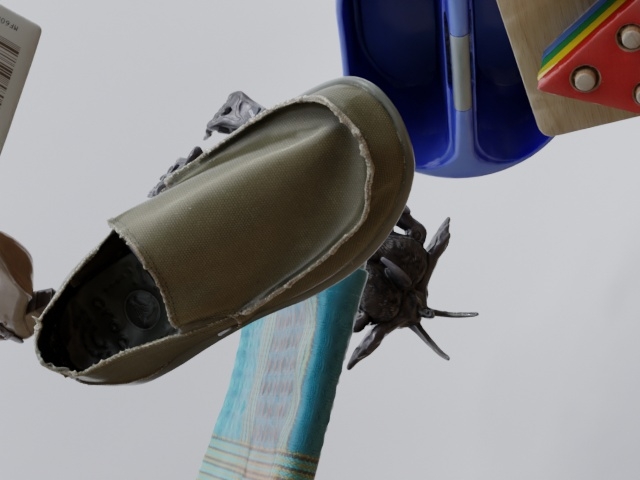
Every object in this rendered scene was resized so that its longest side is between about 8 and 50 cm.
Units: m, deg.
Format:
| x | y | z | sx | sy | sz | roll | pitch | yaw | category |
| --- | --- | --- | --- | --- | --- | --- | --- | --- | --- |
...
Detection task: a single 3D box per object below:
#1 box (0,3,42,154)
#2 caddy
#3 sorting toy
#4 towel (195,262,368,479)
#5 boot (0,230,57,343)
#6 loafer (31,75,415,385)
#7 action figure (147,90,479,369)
| x | y | z | sx | sy | sz | roll | pitch | yaw | category |
| --- | --- | --- | --- | --- | --- | --- | --- | --- | --- |
| -0.235 | -0.093 | 1.028 | 0.102 | 0.087 | 0.101 | 29 | -124 | -26 | box |
| 0.139 | -0.219 | 1.807 | 0.179 | 0.241 | 0.341 | -91 | -5 | -49 | caddy |
| 0.245 | -0.199 | 1.263 | 0.089 | 0.255 | 0.257 | -74 | -33 | -56 | sorting toy |
| -0.058 | 0.187 | 1.165 | 0.271 | 0.040 | 0.370 | 156 | 130 | -76 | towel |
| -0.273 | 0.044 | 1.473 | 0.118 | 0.087 | 0.042 | 54 | -152 | -36 | boot |
| -0.055 | 0.009 | 0.912 | 0.251 | 0.094 | 0.087 | -40 | -9 | 28 | loafer |
| 0.000 | 0.000 | 1.483 | 0.164 | 0.275 | 0.141 | -53 | 11 | -15 | action figure |
